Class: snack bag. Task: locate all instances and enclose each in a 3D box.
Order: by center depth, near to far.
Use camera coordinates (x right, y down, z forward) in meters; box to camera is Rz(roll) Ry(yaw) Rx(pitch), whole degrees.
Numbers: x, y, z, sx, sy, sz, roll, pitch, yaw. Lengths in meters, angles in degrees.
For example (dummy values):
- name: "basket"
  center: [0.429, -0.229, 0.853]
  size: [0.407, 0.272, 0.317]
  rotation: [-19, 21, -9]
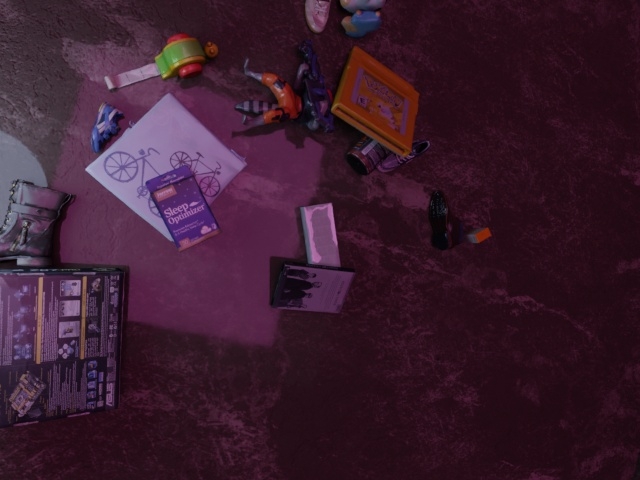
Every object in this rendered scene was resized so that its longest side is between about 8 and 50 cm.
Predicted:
- name: "snack bag"
  center: [-0.442, -0.220, 1.282]
  size: [0.323, 0.037, 0.342]
  rotation: [43, 80, -17]

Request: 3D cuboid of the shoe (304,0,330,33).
- name: "shoe"
  center: [-0.007, -0.783, 1.387]
  size: [0.077, 0.058, 0.218]
  rotation: [0, 93, -19]

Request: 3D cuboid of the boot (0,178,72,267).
- name: "boot"
  center: [-0.819, -0.050, 1.146]
  size: [0.263, 0.091, 0.228]
  rotation: [7, 85, -23]

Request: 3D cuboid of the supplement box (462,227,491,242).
- name: "supplement box"
  center: [0.574, -0.019, 1.604]
  size: [0.062, 0.098, 0.036]
  rotation: [-28, 98, -14]

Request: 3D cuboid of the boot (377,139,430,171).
- name: "boot"
  center: [0.286, -0.299, 1.498]
  size: [0.190, 0.086, 0.069]
  rotation: [-33, 103, -15]

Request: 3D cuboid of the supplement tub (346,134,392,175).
- name: "supplement tub"
  center: [0.188, -0.317, 1.455]
  size: [0.198, 0.106, 0.106]
  rotation: [-44, 105, -13]

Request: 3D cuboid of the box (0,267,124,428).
- name: "box"
  center: [-0.704, 0.273, 1.151]
  size: [0.318, 0.097, 0.394]
  rotation: [1, 94, -35]

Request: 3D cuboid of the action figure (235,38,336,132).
- name: "action figure"
  center: [-0.086, -0.462, 1.357]
  size: [0.330, 0.178, 0.341]
  rotation: [5, 66, -26]

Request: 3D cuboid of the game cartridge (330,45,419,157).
- name: "game cartridge"
  center: [0.190, -0.455, 1.398]
  size: [0.285, 0.053, 0.323]
  rotation: [28, 55, -18]

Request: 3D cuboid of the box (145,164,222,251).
- name: "box"
  center: [-0.402, -0.096, 1.267]
  size: [0.136, 0.036, 0.225]
  rotation: [-28, 101, -16]

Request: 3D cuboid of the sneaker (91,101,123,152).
- name: "sneaker"
  center: [-0.601, -0.312, 1.214]
  size: [0.059, 0.053, 0.144]
  rotation: [18, 88, -21]

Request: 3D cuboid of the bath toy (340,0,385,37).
- name: "bath toy"
  center: [0.153, -0.854, 1.406]
  size: [0.152, 0.129, 0.348]
  rotation: [11, 89, 0]

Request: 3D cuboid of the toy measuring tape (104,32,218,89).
- name: "toy measuring tape"
  center: [-0.445, -0.505, 1.225]
  size: [0.330, 0.121, 0.121]
  rotation: [-24, 100, -16]

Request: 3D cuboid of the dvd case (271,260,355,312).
- name: "dvd case"
  center: [-0.024, 0.156, 1.402]
  size: [0.239, 0.029, 0.179]
  rotation: [7, 122, -20]

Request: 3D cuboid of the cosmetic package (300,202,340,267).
- name: "cosmetic package"
  center: [0.000, 0.000, 1.430]
  size: [0.099, 0.060, 0.238]
  rotation: [-10, 96, -19]

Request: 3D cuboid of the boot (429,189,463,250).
- name: "boot"
  center: [0.465, -0.075, 1.592]
  size: [0.106, 0.082, 0.219]
  rotation: [-4, 90, -40]
